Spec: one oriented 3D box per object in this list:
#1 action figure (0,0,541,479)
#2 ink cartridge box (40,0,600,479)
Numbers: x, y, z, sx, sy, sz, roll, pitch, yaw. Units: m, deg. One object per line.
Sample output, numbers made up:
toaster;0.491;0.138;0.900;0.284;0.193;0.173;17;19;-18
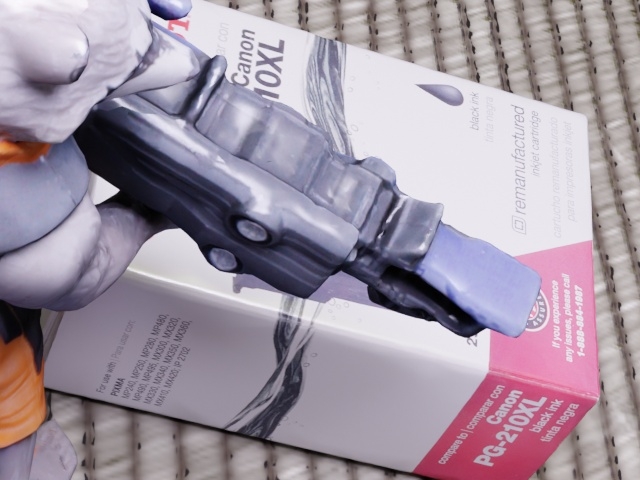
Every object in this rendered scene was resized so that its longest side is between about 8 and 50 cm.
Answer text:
action figure;-0.110;0.015;0.582;0.341;0.330;0.178;26;50;-4
ink cartridge box;0.000;0.000;0.793;0.237;0.100;0.172;15;50;-13
